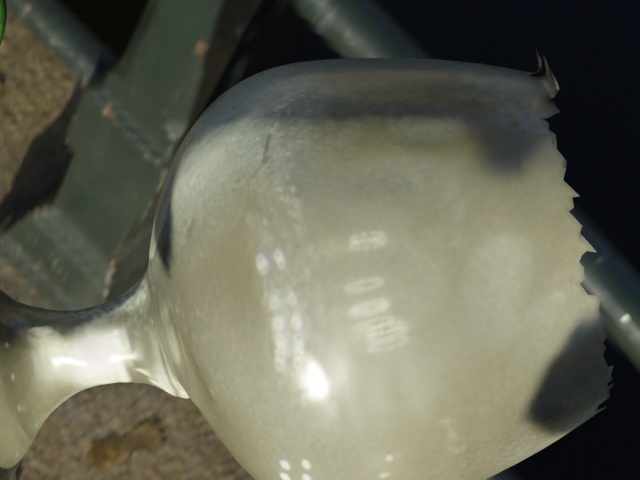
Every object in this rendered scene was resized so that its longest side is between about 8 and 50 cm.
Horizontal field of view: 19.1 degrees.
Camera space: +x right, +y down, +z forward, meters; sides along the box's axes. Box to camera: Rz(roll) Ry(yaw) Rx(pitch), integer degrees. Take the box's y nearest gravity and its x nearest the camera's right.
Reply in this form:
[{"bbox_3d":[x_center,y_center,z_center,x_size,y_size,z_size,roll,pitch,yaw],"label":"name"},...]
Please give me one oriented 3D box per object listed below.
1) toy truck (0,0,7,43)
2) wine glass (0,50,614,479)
[{"bbox_3d":[-0.190,-0.131,0.566,0.125,0.101,0.242,-18,61,-28],"label":"toy truck"},{"bbox_3d":[-0.032,0.028,0.921,0.323,0.238,0.238,-12,71,-2],"label":"wine glass"}]
